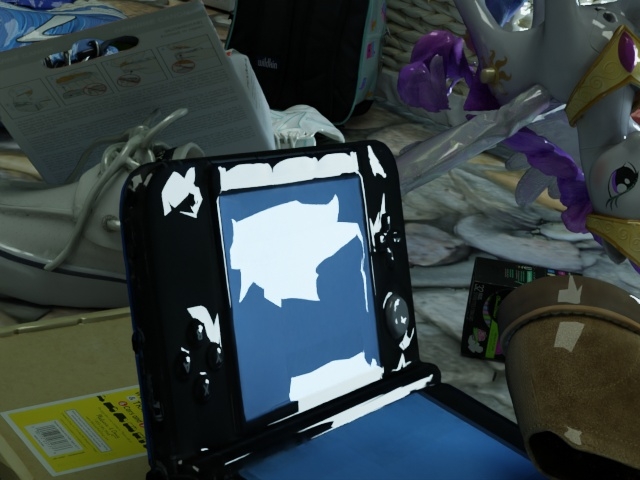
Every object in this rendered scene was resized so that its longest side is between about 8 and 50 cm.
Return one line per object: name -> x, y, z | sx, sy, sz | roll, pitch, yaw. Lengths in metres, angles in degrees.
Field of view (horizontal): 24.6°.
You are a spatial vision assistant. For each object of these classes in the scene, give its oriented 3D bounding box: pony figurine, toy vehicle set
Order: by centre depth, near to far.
toy vehicle set -> -0.120, 0.121, 0.883 | 0.166, 0.035, 0.267 | -8, 28, -33
pony figurine -> 0.172, -0.133, 1.188 | 0.303, 0.363, 0.351 | -10, 1, -27

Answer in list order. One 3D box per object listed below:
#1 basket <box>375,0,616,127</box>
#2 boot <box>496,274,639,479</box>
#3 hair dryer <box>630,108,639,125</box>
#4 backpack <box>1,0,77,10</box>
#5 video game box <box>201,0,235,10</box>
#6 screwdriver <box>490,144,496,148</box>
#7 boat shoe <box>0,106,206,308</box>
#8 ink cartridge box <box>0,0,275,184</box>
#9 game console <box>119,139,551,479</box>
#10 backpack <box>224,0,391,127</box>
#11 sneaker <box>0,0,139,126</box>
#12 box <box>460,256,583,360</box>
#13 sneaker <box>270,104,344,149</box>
basket -> 0.212, -0.294, 1.648 | 0.328, 0.266, 0.331 | -15, 30, -37
boot -> 0.240, 0.125, 0.901 | 0.305, 0.112, 0.115 | 19, 50, -23
hair dryer -> 0.385, -0.080, 1.462 | 0.224, 0.080, 0.293 | -16, 32, -42
backpack -> -0.327, -0.235, 1.576 | 0.120, 0.098, 0.101 | 10, 43, 1
video game box -> -0.141, -0.368, 2.011 | 0.187, 0.048, 0.205 | 22, 26, 26
screwdriver -> 0.136, -0.082, 1.472 | 0.170, 0.024, 0.025 | -10, 58, -49
boat shoe -> -0.119, -0.030, 1.083 | 0.367, 0.156, 0.136 | 12, 23, 9
ink cartridge box -> -0.151, -0.117, 1.148 | 0.189, 0.232, 0.066 | -14, 58, 6
game console -> 0.047, 0.066, 0.831 | 0.173, 0.250, 0.293 | -4, 4, 29
backpack -> -0.009, -0.230, 1.547 | 0.166, 0.188, 0.144 | 15, 24, 17
sneaker -> -0.265, -0.165, 1.392 | 0.147, 0.129, 0.330 | 23, 27, 37
box -> 0.151, 0.054, 1.093 | 0.083, 0.062, 0.052 | 10, 22, 3
sneaker -> -0.039, -0.099, 1.406 | 0.152, 0.053, 0.061 | -13, 34, -42
